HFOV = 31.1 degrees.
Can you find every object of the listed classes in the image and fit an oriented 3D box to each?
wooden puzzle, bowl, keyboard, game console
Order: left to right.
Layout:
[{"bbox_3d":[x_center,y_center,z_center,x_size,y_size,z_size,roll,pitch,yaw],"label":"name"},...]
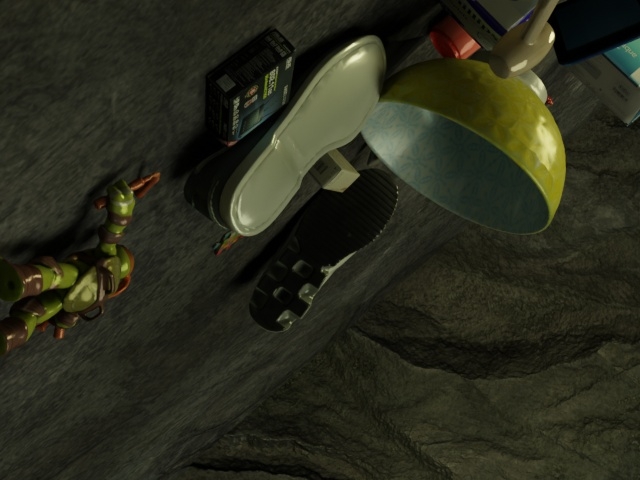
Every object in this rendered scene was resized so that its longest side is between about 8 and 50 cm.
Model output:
[{"bbox_3d":[-0.130,-0.003,1.692,0.083,0.006,0.049,-34,166,-41],"label":"wooden puzzle"},{"bbox_3d":[0.036,-0.177,1.459,0.256,0.014,0.072,-46,-153,-19],"label":"keyboard"},{"bbox_3d":[0.209,-0.151,1.495,0.156,0.289,0.289,-56,172,-15],"label":"bowl"},{"bbox_3d":[0.491,-0.442,1.910,0.293,0.174,0.250,-83,179,-61],"label":"game console"}]

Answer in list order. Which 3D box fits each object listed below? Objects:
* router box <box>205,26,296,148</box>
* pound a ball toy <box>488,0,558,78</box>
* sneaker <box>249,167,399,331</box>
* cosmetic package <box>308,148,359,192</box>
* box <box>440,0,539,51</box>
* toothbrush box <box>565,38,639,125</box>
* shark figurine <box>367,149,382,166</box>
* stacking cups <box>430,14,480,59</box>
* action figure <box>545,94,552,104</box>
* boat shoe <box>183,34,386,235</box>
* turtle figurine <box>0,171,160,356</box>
[{"bbox_3d":[-0.075,-0.159,1.216,0.092,0.038,0.122,-41,169,-17],"label":"router box"},{"bbox_3d":[0.214,-0.340,1.122,0.136,0.208,0.319,-36,166,-33],"label":"pound a ball toy"},{"bbox_3d":[0.000,0.000,1.952,0.330,0.122,0.146,-46,-173,9],"label":"sneaker"},{"bbox_3d":[0.013,-0.106,1.682,0.041,0.060,0.115,-44,168,10],"label":"cosmetic package"},{"bbox_3d":[0.219,-0.308,1.480,0.072,0.126,0.137,-42,169,-2],"label":"box"},{"bbox_3d":[0.730,-0.435,2.603,0.295,0.216,0.126,-37,168,-27],"label":"toothbrush box"},{"bbox_3d":[0.158,-0.190,1.754,0.166,0.116,0.278,-43,171,-10],"label":"shark figurine"},{"bbox_3d":[0.291,-0.370,1.621,0.316,0.096,0.096,-39,168,-11],"label":"stacking cups"},{"bbox_3d":[0.395,-0.278,2.225,0.091,0.139,0.280,-41,171,-6],"label":"action figure"},{"bbox_3d":[-0.038,-0.138,1.347,0.319,0.099,0.116,-51,138,-26],"label":"boat shoe"},{"bbox_3d":[-0.264,0.051,1.200,0.269,0.087,0.217,-50,167,33],"label":"turtle figurine"}]
